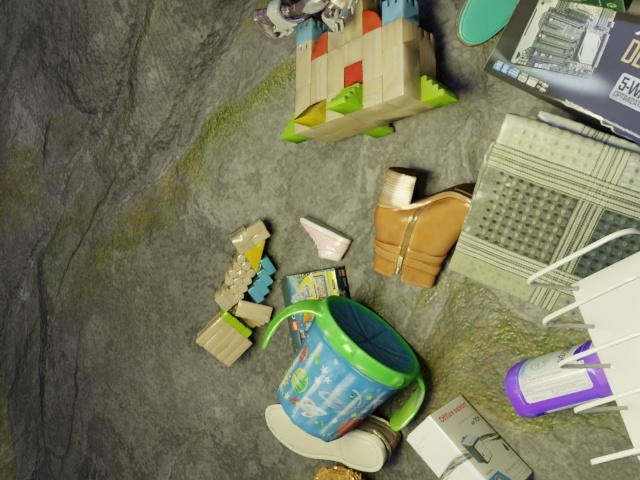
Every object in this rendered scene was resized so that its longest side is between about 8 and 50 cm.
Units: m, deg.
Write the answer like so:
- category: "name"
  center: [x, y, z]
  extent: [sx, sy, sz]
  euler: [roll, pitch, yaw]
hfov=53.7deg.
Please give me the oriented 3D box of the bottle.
- category: "bottle"
  center: [0.449, 0.213, 1.038]
  extent: [0.283, 0.118, 0.092]
  euler: [-29, 84, 37]

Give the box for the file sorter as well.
- category: "file sorter"
  center: [0.430, 0.142, 0.856]
  extent: [0.193, 0.173, 0.277]
  euler: [-39, 53, 43]

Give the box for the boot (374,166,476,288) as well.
- category: "boot"
  center: [0.226, -0.003, 1.196]
  extent: [0.284, 0.109, 0.220]
  euler: [17, 113, 23]

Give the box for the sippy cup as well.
- category: "sippy cup"
  center: [0.038, 0.265, 1.254]
  extent: [0.305, 0.240, 0.224]
  euler: [44, 106, 23]

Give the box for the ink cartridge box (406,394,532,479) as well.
- category: "ink cartridge box"
  center: [0.276, 0.400, 1.176]
  extent: [0.190, 0.140, 0.082]
  euler: [48, 122, 23]

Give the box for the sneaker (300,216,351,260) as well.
- category: "sneaker"
  center: [0.000, 0.000, 1.394]
  extent: [0.134, 0.051, 0.070]
  euler: [30, 107, 26]

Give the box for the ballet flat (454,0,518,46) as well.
- category: "ballet flat"
  center: [0.322, -0.459, 1.079]
  extent: [0.095, 0.096, 0.280]
  euler: [30, 108, -15]

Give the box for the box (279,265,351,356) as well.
- category: "box"
  center: [0.001, 0.183, 1.418]
  extent: [0.159, 0.044, 0.232]
  euler: [-11, 88, 37]

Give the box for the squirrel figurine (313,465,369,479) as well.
- category: "squirrel figurine"
  center: [0.026, 0.684, 1.272]
  extent: [0.397, 0.281, 0.370]
  euler: [-43, 35, 5]

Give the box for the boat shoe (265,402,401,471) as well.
- category: "boat shoe"
  center: [0.022, 0.415, 1.398]
  extent: [0.325, 0.097, 0.116]
  euler: [3, 108, 38]

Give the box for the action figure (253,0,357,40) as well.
- category: "action figure"
  center: [0.007, -0.468, 1.190]
  extent: [0.285, 0.099, 0.185]
  euler: [-6, 57, 44]

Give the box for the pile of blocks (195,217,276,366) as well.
- category: "pile of blocks"
  center: [-0.186, 0.117, 1.532]
  extent: [0.112, 0.149, 0.361]
  euler: [-126, 55, -72]

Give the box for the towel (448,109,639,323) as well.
- category: "towel"
  center: [0.398, -0.028, 1.020]
  extent: [0.325, 0.056, 0.312]
  euler: [22, 123, 13]

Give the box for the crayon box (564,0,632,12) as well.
- category: "crayon box"
  center: [0.402, -0.514, 0.912]
  extent: [0.203, 0.083, 0.322]
  euler: [25, 94, 31]

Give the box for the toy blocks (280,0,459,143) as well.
- category: "toy blocks"
  center: [0.080, -0.355, 1.235]
  extent: [0.382, 0.191, 0.260]
  euler: [-9, 77, 46]

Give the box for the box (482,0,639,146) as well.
- category: "box"
  center: [0.452, -0.314, 1.002]
  extent: [0.307, 0.077, 0.242]
  euler: [38, 115, 28]
